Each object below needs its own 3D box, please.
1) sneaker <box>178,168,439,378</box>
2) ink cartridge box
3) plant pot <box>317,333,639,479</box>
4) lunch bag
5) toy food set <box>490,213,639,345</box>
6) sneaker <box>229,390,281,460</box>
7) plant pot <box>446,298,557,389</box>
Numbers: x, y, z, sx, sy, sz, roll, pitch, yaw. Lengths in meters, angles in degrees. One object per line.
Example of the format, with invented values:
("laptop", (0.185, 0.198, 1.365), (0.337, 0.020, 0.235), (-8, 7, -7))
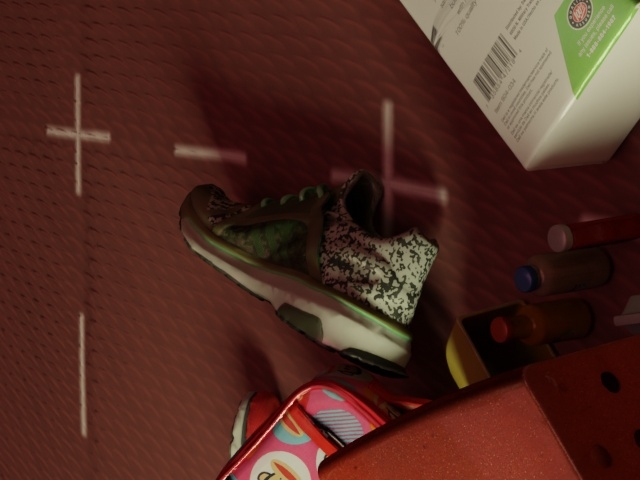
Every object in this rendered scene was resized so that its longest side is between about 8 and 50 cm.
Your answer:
("sneaker", (0.000, 0.000, 1.788), (0.410, 0.158, 0.182), (34, 91, 48))
("ink cartridge box", (0.195, -0.228, 1.461), (0.273, 0.115, 0.198), (58, 136, 29))
("plant pot", (0.206, 0.223, 1.388), (0.235, 0.267, 0.267), (-50, 61, 44))
("lunch bag", (0.058, 0.273, 1.630), (0.293, 0.120, 0.258), (42, 104, 6))
("toy food set", (0.255, 0.035, 1.433), (0.232, 0.105, 0.111), (-11, 87, 54))
("sneaker", (-0.027, 0.297, 1.880), (0.118, 0.107, 0.279), (-20, 61, 14))
("plant pot", (0.168, 0.120, 1.590), (0.081, 0.081, 0.083), (63, 149, 25))
